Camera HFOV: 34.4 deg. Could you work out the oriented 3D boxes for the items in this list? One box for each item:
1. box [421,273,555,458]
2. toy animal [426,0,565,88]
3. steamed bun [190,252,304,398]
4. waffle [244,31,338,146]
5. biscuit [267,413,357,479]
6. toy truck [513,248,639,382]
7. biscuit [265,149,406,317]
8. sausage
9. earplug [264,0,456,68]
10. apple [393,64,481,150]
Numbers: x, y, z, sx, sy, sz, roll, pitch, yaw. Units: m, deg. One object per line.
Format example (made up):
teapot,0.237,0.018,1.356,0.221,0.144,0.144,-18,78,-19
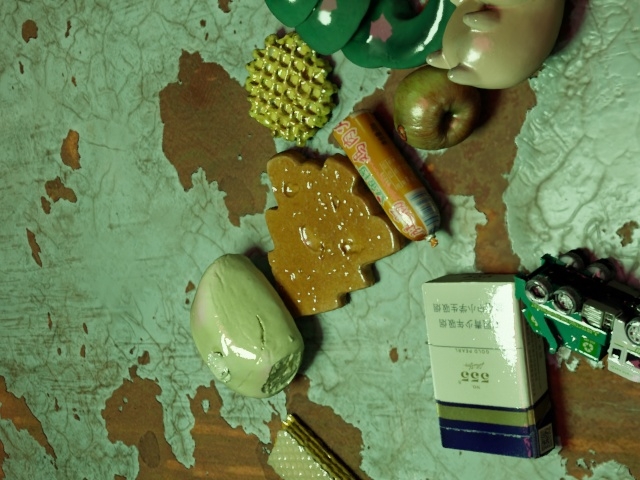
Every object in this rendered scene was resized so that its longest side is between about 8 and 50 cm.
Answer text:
box,0.242,0.180,1.492,0.168,0.071,0.259,-1,100,41
toy animal,0.239,-0.315,1.325,0.166,0.154,0.250,50,136,50
steamed bun,-0.142,0.150,1.741,0.238,0.153,0.170,52,148,20
waffle,-0.050,-0.247,1.668,0.191,0.038,0.191,11,108,39
biscuit,0.047,0.446,1.734,0.379,0.054,0.094,42,124,26
toy truck,0.362,0.103,1.354,0.216,0.110,0.116,26,129,33
biscuit,0.000,0.000,1.679,0.284,0.043,0.306,37,125,25
sausage,0.108,-0.087,1.546,0.071,0.071,0.234,-46,70,38
earplug,0.047,-0.343,1.479,0.257,0.280,0.163,-149,78,-72
apple,0.162,-0.188,1.444,0.102,0.126,0.126,55,134,49
